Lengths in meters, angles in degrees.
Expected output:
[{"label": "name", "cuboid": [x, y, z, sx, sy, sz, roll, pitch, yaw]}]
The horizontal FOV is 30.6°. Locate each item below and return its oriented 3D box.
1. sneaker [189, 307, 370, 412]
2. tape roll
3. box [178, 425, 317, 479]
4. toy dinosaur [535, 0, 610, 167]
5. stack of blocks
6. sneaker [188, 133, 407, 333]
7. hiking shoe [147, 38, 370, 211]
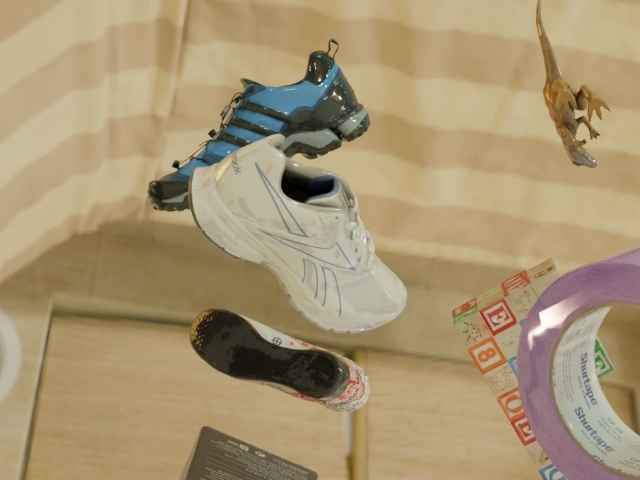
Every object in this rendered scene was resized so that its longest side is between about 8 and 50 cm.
[{"label": "sneaker", "cuboid": [-0.056, 0.182, 1.717, 0.270, 0.090, 0.145, 16, 170, 30]}, {"label": "tape roll", "cuboid": [0.342, 0.147, 1.221, 0.090, 0.274, 0.275, -15, 159, -44]}, {"label": "box", "cuboid": [-0.156, 0.503, 1.742, 0.212, 0.395, 0.293, 23, 100, -4]}, {"label": "toy dinosaur", "cuboid": [0.278, -0.175, 1.366, 0.064, 0.112, 0.211, -19, 104, -9]}, {"label": "stack of blocks", "cuboid": [0.340, 0.198, 1.721, 0.171, 0.087, 0.297, -29, 97, 10]}, {"label": "sneaker", "cuboid": [0.000, 0.000, 1.245, 0.129, 0.111, 0.297, -32, 130, 29]}, {"label": "hiking shoe", "cuboid": [-0.093, -0.137, 1.501, 0.304, 0.132, 0.113, -26, -174, -8]}]
